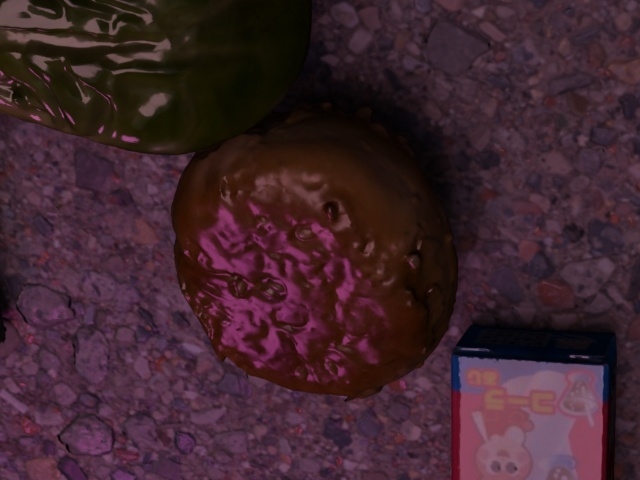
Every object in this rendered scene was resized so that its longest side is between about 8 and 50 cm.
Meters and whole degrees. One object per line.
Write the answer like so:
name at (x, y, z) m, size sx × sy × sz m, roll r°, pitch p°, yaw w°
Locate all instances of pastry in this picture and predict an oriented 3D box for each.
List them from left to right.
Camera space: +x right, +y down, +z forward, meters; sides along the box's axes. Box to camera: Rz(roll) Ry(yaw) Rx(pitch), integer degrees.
pastry at (0.000, 0.000, 1.779) m, size 0.285 × 0.184 × 0.315 m, roll 6°, pitch 133°, yaw 20°

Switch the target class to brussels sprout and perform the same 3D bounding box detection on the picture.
brussels sprout at (-0.190, -0.225, 1.641) m, size 0.355 × 0.281 × 0.289 m, roll -10°, pitch 111°, yaw -11°

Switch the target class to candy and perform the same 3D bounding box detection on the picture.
candy at (0.214, 0.245, 1.866) m, size 0.157 × 0.100 × 0.305 m, roll 2°, pitch 104°, yaw 15°

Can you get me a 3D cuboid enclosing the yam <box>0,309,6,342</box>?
yam at (-0.398, 0.031, 1.967) m, size 0.107 × 0.107 × 0.183 m, roll 4°, pitch 117°, yaw 14°
